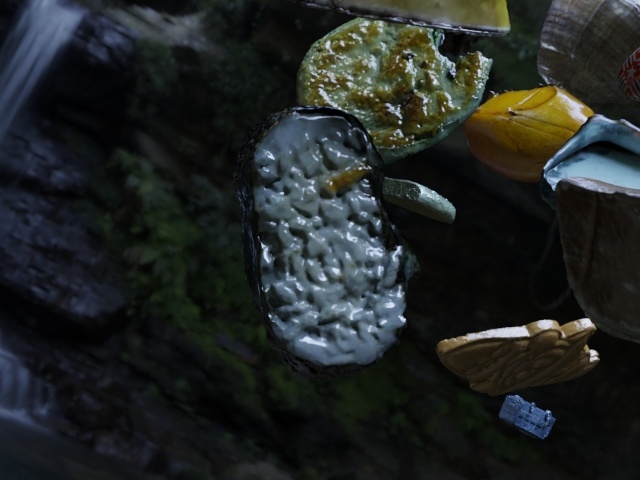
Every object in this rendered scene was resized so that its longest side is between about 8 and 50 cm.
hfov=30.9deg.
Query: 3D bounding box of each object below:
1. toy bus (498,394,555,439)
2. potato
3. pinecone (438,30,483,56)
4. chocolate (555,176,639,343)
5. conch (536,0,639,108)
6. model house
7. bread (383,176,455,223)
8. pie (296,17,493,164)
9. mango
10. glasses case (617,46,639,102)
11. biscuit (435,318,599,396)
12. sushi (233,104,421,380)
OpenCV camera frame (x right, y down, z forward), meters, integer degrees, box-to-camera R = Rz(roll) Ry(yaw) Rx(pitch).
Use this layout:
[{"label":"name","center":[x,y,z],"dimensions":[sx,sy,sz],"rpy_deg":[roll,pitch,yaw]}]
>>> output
[{"label":"toy bus","center":[0.423,0.362,2.374],"dimensions":[0.047,0.065,0.166],"rpy_deg":[22,-6,40]},{"label":"potato","center":[0.103,-0.427,1.473],"dimensions":[0.290,0.296,0.397],"rpy_deg":[6,13,-3]},{"label":"pinecone","center":[0.232,-0.440,2.059],"dimensions":[0.202,0.229,0.201],"rpy_deg":[38,-26,-30]},{"label":"chocolate","center":[0.329,0.020,1.102],"dimensions":[0.080,0.157,0.254],"rpy_deg":[-16,16,-18]},{"label":"conch","center":[0.565,-0.367,2.126],"dimensions":[0.210,0.352,0.297],"rpy_deg":[-21,-82,53]},{"label":"model house","center":[0.459,-0.001,1.707],"dimensions":[0.253,0.184,0.291],"rpy_deg":[34,-23,31]},{"label":"bread","center":[0.144,-0.061,1.693],"dimensions":[0.112,0.036,0.193],"rpy_deg":[25,-1,-24]},{"label":"pie","center":[0.101,-0.242,1.748],"dimensions":[0.302,0.302,0.067],"rpy_deg":[21,-19,24]},{"label":"mango","center":[0.347,-0.170,1.873],"dimensions":[0.252,0.154,0.126],"rpy_deg":[14,-26,47]},{"label":"glasses case","center":[0.466,-0.252,1.487],"dimensions":[0.049,0.194,0.073],"rpy_deg":[28,33,-37]},{"label":"biscuit","center":[0.235,0.139,1.362],"dimensions":[0.250,0.162,0.035],"rpy_deg":[9,46,-33]},{"label":"sushi","center":[0.000,0.000,1.488],"dimensions":[0.211,0.350,0.171],"rpy_deg":[-15,-2,-9]}]
